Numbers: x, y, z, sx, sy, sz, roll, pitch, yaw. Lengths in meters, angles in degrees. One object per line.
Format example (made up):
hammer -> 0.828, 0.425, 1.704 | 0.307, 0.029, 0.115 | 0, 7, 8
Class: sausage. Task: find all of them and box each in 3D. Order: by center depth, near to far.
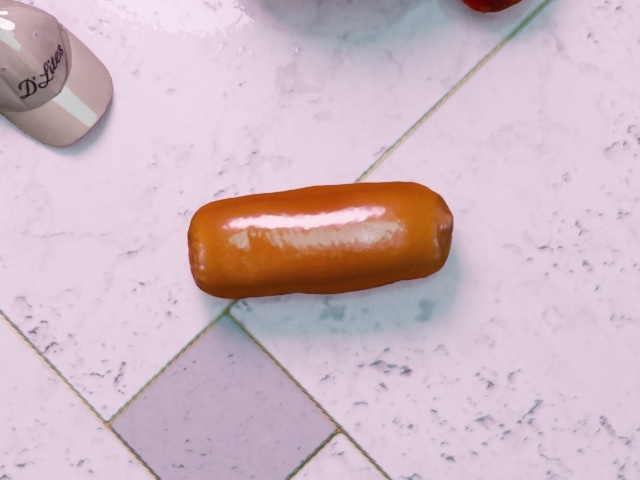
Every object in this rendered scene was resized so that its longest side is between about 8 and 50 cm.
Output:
sausage -> 0.000, 0.000, 1.336 | 0.238, 0.098, 0.098 | -5, 83, 1

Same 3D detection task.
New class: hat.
hat -> -0.274, -0.151, 1.369 | 0.166, 0.081, 0.122 | 43, 88, -5

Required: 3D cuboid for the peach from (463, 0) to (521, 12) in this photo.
peach -> 0.159, -0.257, 1.361 | 0.101, 0.101, 0.100 | 0, 84, 1
